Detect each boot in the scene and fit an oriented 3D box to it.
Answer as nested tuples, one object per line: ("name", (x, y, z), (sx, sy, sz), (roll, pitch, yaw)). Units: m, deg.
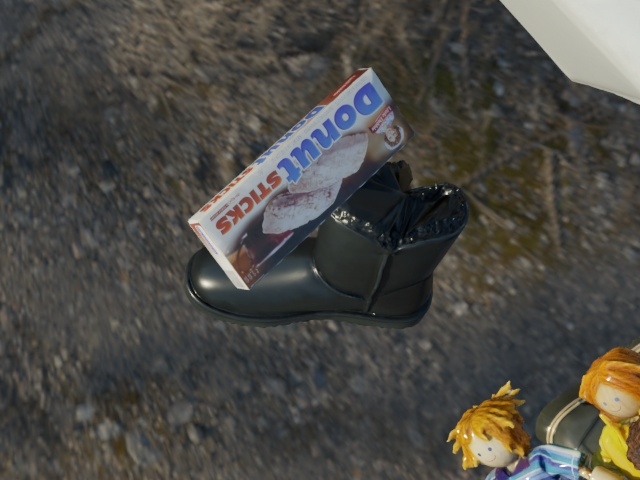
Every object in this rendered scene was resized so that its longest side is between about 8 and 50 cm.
("boot", (0.000, 0.000, 1.402), (0.247, 0.207, 0.094), (6, 60, -2))
("boot", (0.333, 0.177, 1.531), (0.198, 0.137, 0.077), (-35, 132, -15))

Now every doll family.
("doll family", (0.158, 0.150, 0.877), (0.263, 0.118, 0.163), (-34, 100, 35))

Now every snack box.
("snack box", (-0.011, -0.046, 1.108), (0.178, 0.022, 0.064), (-43, 111, -21))

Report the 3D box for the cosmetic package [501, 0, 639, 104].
("cosmetic package", (0.116, -0.310, 0.654), (0.329, 0.327, 0.393), (-43, 92, 8))
